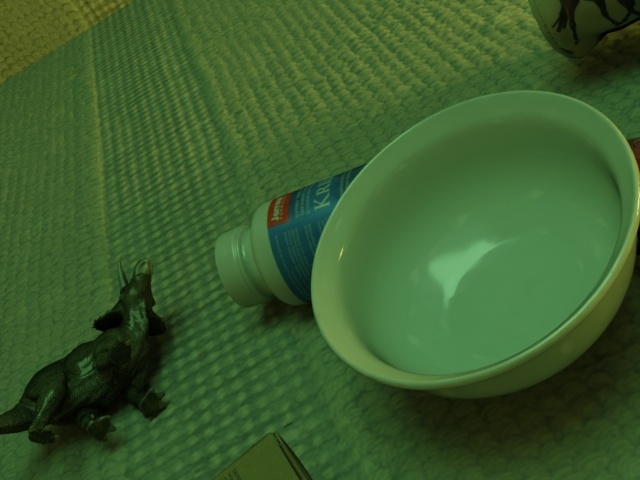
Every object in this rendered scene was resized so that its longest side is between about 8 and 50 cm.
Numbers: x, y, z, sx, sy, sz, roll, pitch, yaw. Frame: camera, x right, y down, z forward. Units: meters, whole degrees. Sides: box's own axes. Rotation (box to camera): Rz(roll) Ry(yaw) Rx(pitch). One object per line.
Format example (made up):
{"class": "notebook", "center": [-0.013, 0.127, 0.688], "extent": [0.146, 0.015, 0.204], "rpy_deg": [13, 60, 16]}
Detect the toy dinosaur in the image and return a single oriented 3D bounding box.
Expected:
{"class": "toy dinosaur", "center": [-0.274, 0.168, 1.020], "extent": [0.313, 0.121, 0.160], "rpy_deg": [-46, 23, -10]}

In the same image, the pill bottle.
{"class": "pill bottle", "center": [0.000, 0.000, 0.965], "extent": [0.221, 0.124, 0.124], "rpy_deg": [-20, 35, 19]}

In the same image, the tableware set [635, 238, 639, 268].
{"class": "tableware set", "center": [0.232, 0.031, 0.821], "extent": [0.154, 0.024, 0.104], "rpy_deg": [-22, 35, 16]}

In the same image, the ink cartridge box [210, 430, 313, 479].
{"class": "ink cartridge box", "center": [-0.051, 0.290, 0.667], "extent": [0.193, 0.088, 0.234], "rpy_deg": [-36, 32, -7]}

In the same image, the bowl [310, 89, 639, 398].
{"class": "bowl", "center": [0.148, 0.024, 0.768], "extent": [0.297, 0.134, 0.298], "rpy_deg": [-23, 43, 24]}

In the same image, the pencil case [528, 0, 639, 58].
{"class": "pencil case", "center": [0.432, -0.350, 0.967], "extent": [0.410, 0.160, 0.183], "rpy_deg": [-21, -3, 28]}

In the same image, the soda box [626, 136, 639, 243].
{"class": "soda box", "center": [0.392, -0.060, 0.728], "extent": [0.263, 0.083, 0.092], "rpy_deg": [-14, 35, 20]}
